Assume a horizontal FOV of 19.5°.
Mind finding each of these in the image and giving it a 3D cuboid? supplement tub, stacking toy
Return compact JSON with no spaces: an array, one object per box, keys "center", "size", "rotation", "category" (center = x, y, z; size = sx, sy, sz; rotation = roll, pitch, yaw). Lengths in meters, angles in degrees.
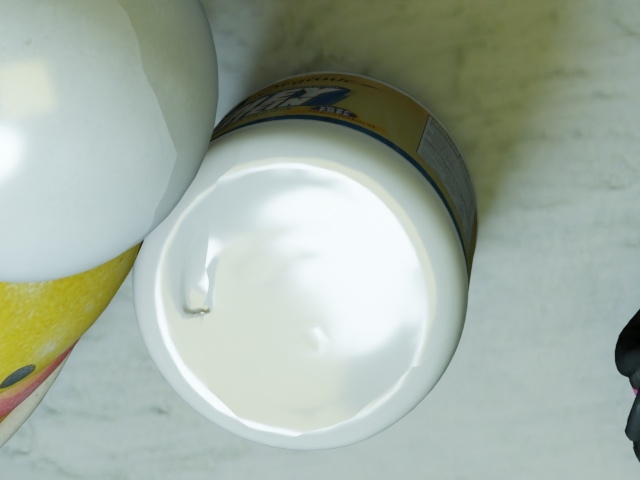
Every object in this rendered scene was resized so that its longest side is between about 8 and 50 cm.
[{"center":[0.000,0.000,0.864],"size":[0.144,0.200,0.144],"rotation":[2,104,6],"category":"supplement tub"},{"center":[-0.177,-0.031,0.698],"size":[0.350,0.480,0.351],"rotation":[0,89,-27],"category":"stacking toy"}]

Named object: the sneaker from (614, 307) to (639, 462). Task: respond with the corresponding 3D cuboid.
[{"center":[0.243,0.102,0.896],"size":[0.202,0.185,0.483],"rotation":[9,102,23],"category":"sneaker"}]
